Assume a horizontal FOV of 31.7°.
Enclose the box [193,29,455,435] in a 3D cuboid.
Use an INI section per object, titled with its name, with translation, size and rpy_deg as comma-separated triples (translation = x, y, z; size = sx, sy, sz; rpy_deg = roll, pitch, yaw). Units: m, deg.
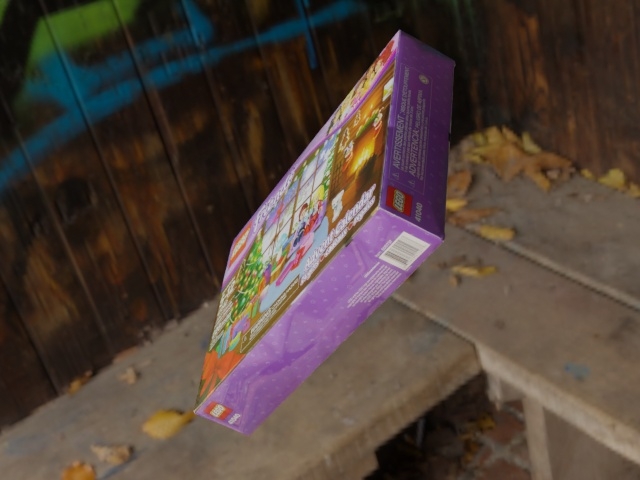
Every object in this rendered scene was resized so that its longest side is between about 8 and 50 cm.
[box]
translation = 0.000, 0.000, 0.900
size = 0.057, 0.293, 0.201
rpy_deg = 26, 43, -16
